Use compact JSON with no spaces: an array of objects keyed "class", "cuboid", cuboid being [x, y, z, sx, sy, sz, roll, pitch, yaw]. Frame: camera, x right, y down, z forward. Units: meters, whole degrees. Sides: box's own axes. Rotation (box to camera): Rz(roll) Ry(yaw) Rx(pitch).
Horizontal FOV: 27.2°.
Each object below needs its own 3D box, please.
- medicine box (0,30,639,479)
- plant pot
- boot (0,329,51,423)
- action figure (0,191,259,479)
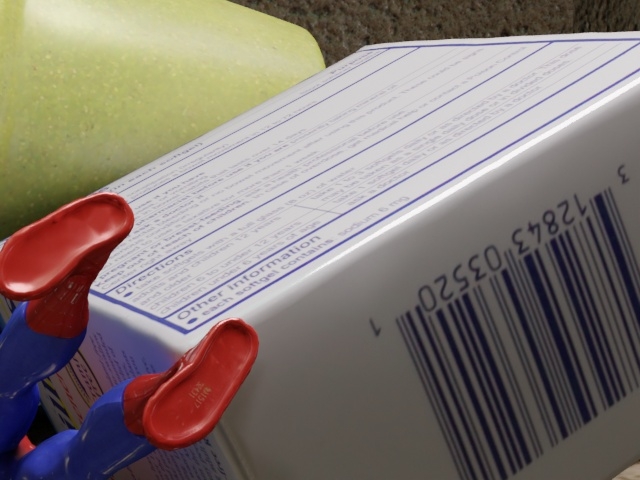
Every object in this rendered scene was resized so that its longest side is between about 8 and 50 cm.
[{"class":"medicine box","cuboid":[0.016,0.023,0.620,0.263,0.149,0.289,-30,19,-23]},{"class":"plant pot","cuboid":[-0.141,-0.066,0.811,0.253,0.276,0.276,8,3,-21]},{"class":"boot","cuboid":[-0.209,0.061,0.920,0.207,0.094,0.246,4,14,10]},{"class":"action figure","cuboid":[-0.136,0.100,0.463,0.139,0.091,0.280,-43,-2,-35]}]
